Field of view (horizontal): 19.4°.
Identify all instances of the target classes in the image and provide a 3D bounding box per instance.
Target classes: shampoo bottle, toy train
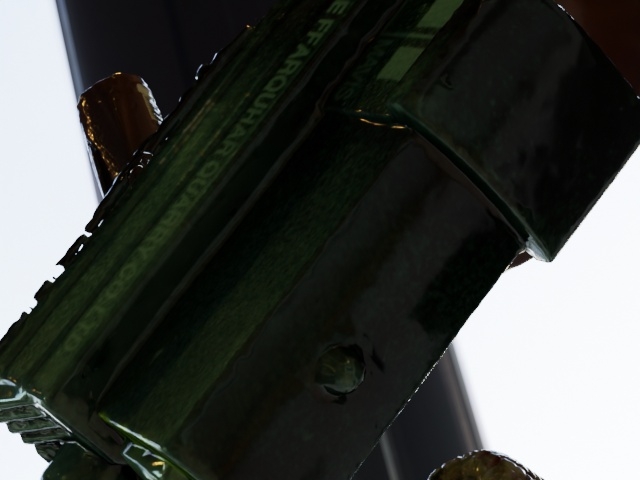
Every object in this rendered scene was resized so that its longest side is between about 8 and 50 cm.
[{"bbox_3d":[-0.127,-0.023,1.413,0.068,0.236,0.067,19,-53,-41],"label":"shampoo bottle"},{"bbox_3d":[0.000,0.000,0.842,0.138,0.330,0.178,44,-14,-27],"label":"toy train"}]

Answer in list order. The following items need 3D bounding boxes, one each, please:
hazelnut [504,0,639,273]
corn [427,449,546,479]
[{"bbox_3d":[0.126,-0.134,1.549,0.372,0.315,0.372,-18,-16,-5],"label":"hazelnut"},{"bbox_3d":[0.165,0.228,1.313,0.086,0.086,0.253,-27,-47,24],"label":"corn"}]
